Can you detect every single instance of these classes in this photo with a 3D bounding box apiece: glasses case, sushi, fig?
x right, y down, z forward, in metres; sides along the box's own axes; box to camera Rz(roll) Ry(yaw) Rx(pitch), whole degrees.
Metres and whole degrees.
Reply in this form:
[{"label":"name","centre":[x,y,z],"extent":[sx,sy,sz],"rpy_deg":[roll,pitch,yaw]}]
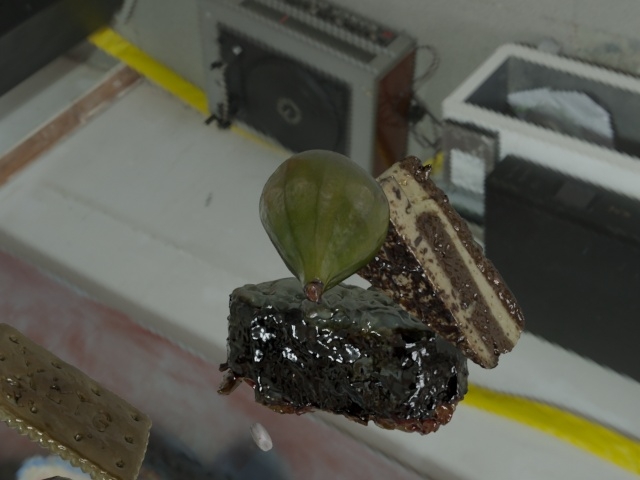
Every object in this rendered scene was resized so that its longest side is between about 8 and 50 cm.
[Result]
[{"label":"glasses case","centre":[-0.084,0.278,1.536],"extent":[0.032,0.021,0.083],"rpy_deg":[61,174,18]},{"label":"sushi","centre":[0.013,0.143,1.379],"extent":[0.343,0.196,0.181],"rpy_deg":[5,91,33]},{"label":"fig","centre":[0.016,-0.007,1.037],"extent":[0.185,0.127,0.133],"rpy_deg":[-126,18,-54]}]

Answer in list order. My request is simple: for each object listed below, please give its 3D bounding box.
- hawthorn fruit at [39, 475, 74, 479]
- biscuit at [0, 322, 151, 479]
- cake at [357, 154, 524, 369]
[{"label":"hawthorn fruit","centre":[-0.261,0.336,1.029],"extent":[0.185,0.202,0.185],"rpy_deg":[3,133,3]},{"label":"biscuit","centre":[-0.422,0.269,1.772],"extent":[0.325,0.217,0.044],"rpy_deg":[37,113,-13]},{"label":"cake","centre":[0.112,0.039,1.242],"extent":[0.135,0.112,0.246],"rpy_deg":[-26,101,48]}]
